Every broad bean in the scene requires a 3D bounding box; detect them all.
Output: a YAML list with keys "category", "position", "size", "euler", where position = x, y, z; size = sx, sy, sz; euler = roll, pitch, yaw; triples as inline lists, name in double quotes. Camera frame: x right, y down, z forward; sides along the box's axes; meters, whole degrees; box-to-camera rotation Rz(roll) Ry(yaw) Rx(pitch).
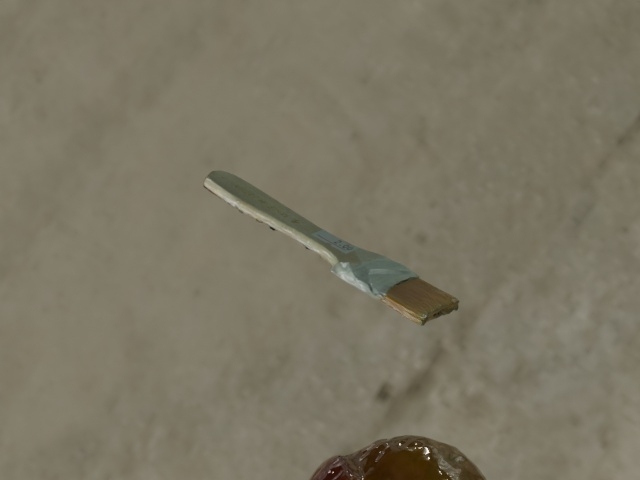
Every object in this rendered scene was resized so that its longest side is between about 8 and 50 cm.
- category: "broad bean"
  position: [0.041, 0.235, 1.439]
  size: [0.228, 0.122, 0.156]
  euler: [-40, 34, 47]

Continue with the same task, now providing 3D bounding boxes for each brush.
- category: "brush"
  position: [0.000, 0.000, 2.026]
  size: [0.336, 0.085, 0.020]
  euler: [30, 120, 29]
